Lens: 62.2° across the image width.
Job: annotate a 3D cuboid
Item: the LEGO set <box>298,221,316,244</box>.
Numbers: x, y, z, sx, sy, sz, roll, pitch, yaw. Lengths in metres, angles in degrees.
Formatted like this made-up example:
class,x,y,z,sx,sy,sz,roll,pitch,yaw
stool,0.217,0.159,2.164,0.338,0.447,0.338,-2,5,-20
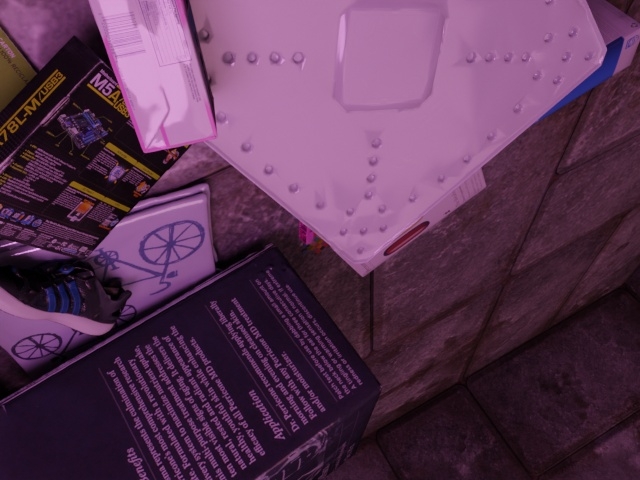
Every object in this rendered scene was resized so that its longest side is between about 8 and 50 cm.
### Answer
class,x,y,z,sx,sy,sz,roll,pitch,yaw
LEGO set,-0.002,-0.122,0.702,0.093,0.087,0.227,-22,133,-30

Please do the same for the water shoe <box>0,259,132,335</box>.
class,x,y,z,sx,sy,sz,roll,pitch,yaw
water shoe,-0.314,0.052,0.632,0.080,0.073,0.203,-54,153,-6

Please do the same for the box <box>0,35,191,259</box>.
class,x,y,z,sx,sy,sz,roll,pitch,yaw
box,-0.235,-0.073,0.517,0.184,0.045,0.190,-50,166,-2

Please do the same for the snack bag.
class,x,y,z,sx,sy,sz,roll,pitch,yaw
snack bag,-0.296,0.081,0.769,0.323,0.037,0.342,-21,147,-19

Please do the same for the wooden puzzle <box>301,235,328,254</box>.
class,x,y,z,sx,sy,sz,roll,pitch,yaw
wooden puzzle,0.000,0.000,0.957,0.083,0.006,0.049,-42,148,14

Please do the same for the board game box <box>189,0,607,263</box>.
class,x,y,z,sx,sy,sz,roll,pitch,yaw
board game box,0.065,-0.200,0.563,0.390,0.050,0.390,-41,126,13

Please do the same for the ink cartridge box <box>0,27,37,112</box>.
class,x,y,z,sx,sy,sz,roll,pitch,yaw
ink cartridge box,-0.363,-0.094,0.402,0.255,0.097,0.189,-28,149,-7

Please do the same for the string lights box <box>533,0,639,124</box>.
class,x,y,z,sx,sy,sz,roll,pitch,yaw
string lights box,0.298,-0.248,0.759,0.260,0.133,0.076,-31,150,-2

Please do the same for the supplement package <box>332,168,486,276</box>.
class,x,y,z,sx,sy,sz,roll,pitch,yaw
supplement package,0.108,-0.081,0.818,0.244,0.134,0.139,-37,149,7

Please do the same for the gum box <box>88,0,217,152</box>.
class,x,y,z,sx,sy,sz,roll,pitch,yaw
gum box,-0.134,-0.179,0.414,0.062,0.107,0.188,-13,124,-5

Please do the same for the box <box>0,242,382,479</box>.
class,x,y,z,sx,sy,sz,roll,pitch,yaw
box,-0.188,0.332,0.886,0.472,0.297,0.480,-30,153,-18
